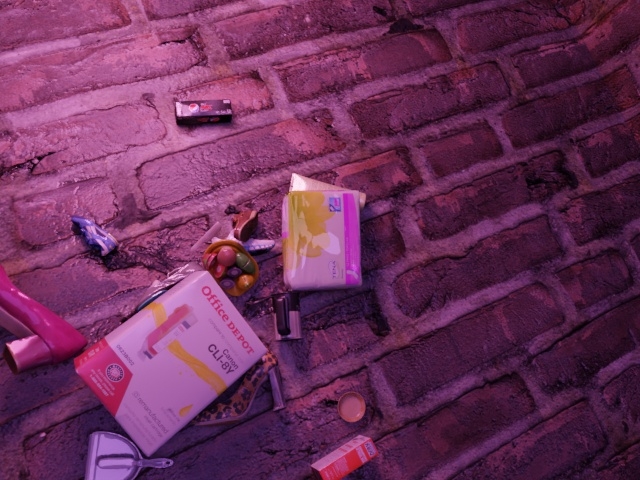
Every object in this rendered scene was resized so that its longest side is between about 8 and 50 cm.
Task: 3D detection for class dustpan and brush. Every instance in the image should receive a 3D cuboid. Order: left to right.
[{"bbox_3d":[-0.479,0.557,1.366,0.211,0.060,0.147,4,74,-14],"label":"dustpan and brush"}]

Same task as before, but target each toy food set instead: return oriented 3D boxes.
[{"bbox_3d":[-0.258,0.072,1.512,0.128,0.071,0.218,-37,115,3],"label":"toy food set"}]

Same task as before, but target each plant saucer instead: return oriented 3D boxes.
[{"bbox_3d":[0.088,0.480,1.569,0.083,0.015,0.083,4,73,-14],"label":"plant saucer"}]

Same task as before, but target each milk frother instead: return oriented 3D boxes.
[{"bbox_3d":[-0.132,0.220,1.548,0.143,0.129,0.135,-12,74,26],"label":"milk frother"}]

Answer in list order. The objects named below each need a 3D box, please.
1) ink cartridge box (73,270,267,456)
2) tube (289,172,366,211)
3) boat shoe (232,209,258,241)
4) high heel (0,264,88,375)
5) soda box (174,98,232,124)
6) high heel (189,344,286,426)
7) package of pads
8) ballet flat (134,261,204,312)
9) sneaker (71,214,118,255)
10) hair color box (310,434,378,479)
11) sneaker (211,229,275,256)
[{"bbox_3d":[-0.373,0.294,1.386,0.384,0.160,0.279,-39,102,-22],"label":"ink cartridge box"},{"bbox_3d":[0.021,-0.145,1.706,0.240,0.062,0.070,12,31,-9],"label":"tube"},{"bbox_3d":[-0.225,-0.043,1.562,0.060,0.178,0.064,9,111,4],"label":"boat shoe"},{"bbox_3d":[-0.762,0.156,1.399,0.181,0.127,0.377,-18,74,-48],"label":"high heel"},{"bbox_3d":[-0.358,-0.393,1.664,0.168,0.060,0.053,-6,78,-18],"label":"soda box"},{"bbox_3d":[-0.234,0.394,1.477,0.261,0.093,0.186,-10,66,-15],"label":"high heel"},{"bbox_3d":[0.000,0.000,1.606,0.229,0.101,0.297,-1,87,-15],"label":"package of pads"},{"bbox_3d":[-0.423,0.128,1.507,0.213,0.072,0.068,-31,57,-21],"label":"ballet flat"},{"bbox_3d":[-0.628,-0.015,1.489,0.144,0.053,0.059,36,71,-2],"label":"sneaker"},{"bbox_3d":[0.065,0.601,1.488,0.167,0.093,0.053,-26,84,-20],"label":"hair color box"},{"bbox_3d":[-0.228,0.005,1.587,0.190,0.071,0.083,-7,71,-17],"label":"sneaker"}]
